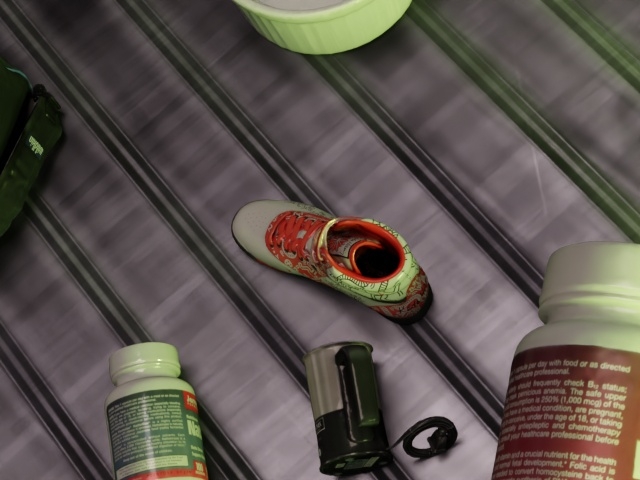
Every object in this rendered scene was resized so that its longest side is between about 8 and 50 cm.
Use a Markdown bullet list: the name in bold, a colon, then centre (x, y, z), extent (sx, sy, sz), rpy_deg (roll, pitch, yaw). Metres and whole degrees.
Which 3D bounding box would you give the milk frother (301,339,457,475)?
- **milk frother**: centre (0.066, 0.182, 1.725), extent (0.143, 0.129, 0.135), rpy_deg (5, 63, -31)

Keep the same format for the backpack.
- **backpack**: centre (-0.478, -0.114, 1.881), extent (0.213, 0.276, 0.264), rpy_deg (4, 76, 20)

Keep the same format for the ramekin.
- **ramekin**: centre (-0.001, -0.369, 1.927), extent (0.277, 0.135, 0.277), rpy_deg (-4, 68, 11)

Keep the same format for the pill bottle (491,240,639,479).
- **pill bottle**: centre (0.294, 0.215, 1.577), extent (0.224, 0.224, 0.392), rpy_deg (8, 71, 16)

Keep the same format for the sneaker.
- **sneaker**: centre (0.001, -0.001, 1.774), extent (0.270, 0.145, 0.090), rpy_deg (27, 77, 22)

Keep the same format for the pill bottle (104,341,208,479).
- **pill bottle**: centre (-0.191, 0.213, 1.756), extent (0.107, 0.108, 0.180), rpy_deg (-14, 67, 7)
